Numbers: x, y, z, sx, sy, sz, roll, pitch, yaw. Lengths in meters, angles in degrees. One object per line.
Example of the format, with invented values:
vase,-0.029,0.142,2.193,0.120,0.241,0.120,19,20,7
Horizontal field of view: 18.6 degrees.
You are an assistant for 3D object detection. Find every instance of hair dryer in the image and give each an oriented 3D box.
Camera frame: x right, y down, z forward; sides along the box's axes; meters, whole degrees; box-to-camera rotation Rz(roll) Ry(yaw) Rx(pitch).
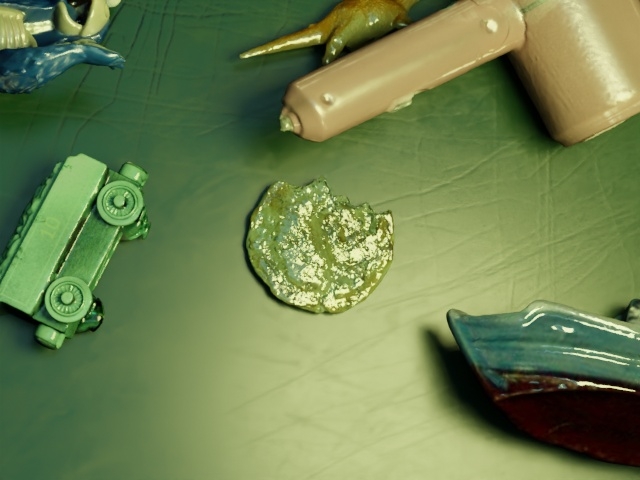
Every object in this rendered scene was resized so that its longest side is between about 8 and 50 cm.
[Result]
hair dryer,0.121,-0.148,1.683,0.352,0.125,0.210,-27,89,-20

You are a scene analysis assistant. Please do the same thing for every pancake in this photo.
pancake,-0.002,0.005,1.705,0.129,0.022,0.116,27,80,-6

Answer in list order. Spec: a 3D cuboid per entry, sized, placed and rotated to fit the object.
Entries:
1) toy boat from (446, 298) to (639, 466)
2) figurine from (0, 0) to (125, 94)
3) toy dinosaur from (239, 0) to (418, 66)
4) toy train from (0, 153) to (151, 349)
toy boat,0.254,0.110,1.692,0.309,0.129,0.142,14,45,-11
figurine,-0.291,-0.165,1.638,0.262,0.120,0.164,-5,47,-19
toy dinosaur,0.020,-0.195,1.732,0.162,0.039,0.126,17,72,-10
toy train,-0.210,0.005,1.646,0.099,0.070,0.172,25,77,5
